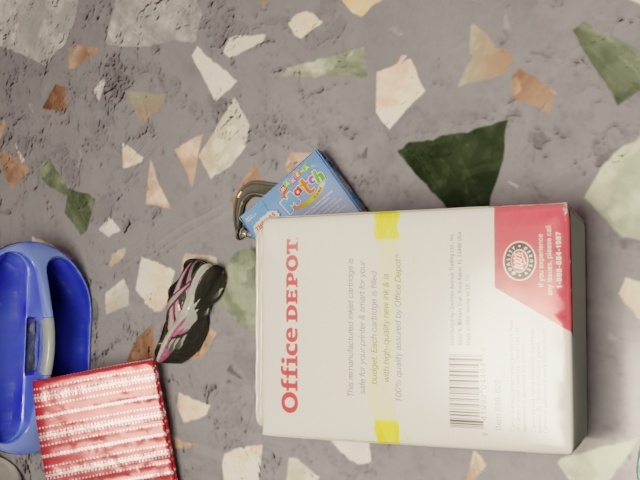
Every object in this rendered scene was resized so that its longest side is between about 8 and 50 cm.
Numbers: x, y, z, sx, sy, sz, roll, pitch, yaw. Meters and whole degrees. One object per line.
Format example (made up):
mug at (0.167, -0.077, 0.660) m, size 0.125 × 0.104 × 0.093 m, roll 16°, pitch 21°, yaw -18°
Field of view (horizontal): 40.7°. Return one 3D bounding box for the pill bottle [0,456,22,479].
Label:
pill bottle at (-0.646, 0.526, 1.493) m, size 0.169 × 0.169 × 0.301 m, roll 25°, pitch 96°, yaw 30°

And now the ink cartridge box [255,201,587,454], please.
ink cartridge box at (0.125, 0.105, 1.076) m, size 0.385 × 0.160 × 0.279 m, roll -1°, pitch 85°, yaw 23°

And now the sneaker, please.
sneaker at (-0.214, 0.110, 1.365) m, size 0.077 × 0.072 × 0.178 m, roll 29°, pitch 90°, yaw 42°

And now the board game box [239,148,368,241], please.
board game box at (0.000, 0.000, 1.245) m, size 0.160 × 0.039 × 0.211 m, roll -40°, pitch 73°, yaw 17°

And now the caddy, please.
caddy at (-0.496, 0.174, 1.413) m, size 0.179 × 0.241 × 0.341 m, roll -5°, pitch 81°, yaw 34°

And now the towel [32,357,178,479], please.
towel at (-0.328, 0.335, 1.339) m, size 0.199 × 0.031 × 0.274 m, roll -10°, pitch 85°, yaw -6°

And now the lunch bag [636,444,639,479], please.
lunch bag at (0.494, 0.205, 0.903) m, size 0.279 × 0.108 × 0.224 m, roll 13°, pitch 84°, yaw 29°

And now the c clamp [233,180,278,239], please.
c clamp at (-0.075, -0.022, 1.317) m, size 0.161 × 0.022 × 0.137 m, roll 17°, pitch 92°, yaw 30°
